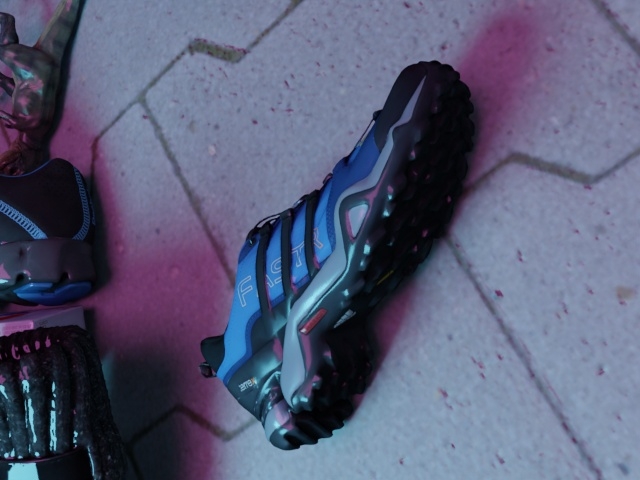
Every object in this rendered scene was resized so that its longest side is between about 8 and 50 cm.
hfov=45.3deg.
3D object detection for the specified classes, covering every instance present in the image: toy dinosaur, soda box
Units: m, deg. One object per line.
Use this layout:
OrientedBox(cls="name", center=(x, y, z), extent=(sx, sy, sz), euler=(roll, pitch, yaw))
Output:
OrientedBox(cls="toy dinosaur", center=(-0.317, -0.185, 0.812), extent=(0.118, 0.064, 0.268), euler=(18, 93, 17))
OrientedBox(cls="soda box", center=(-0.335, 0.111, 0.750), extent=(0.216, 0.074, 0.069), euler=(-7, 94, 21))

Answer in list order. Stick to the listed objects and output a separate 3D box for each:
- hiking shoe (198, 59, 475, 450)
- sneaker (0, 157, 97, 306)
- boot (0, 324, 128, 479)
OrientedBox(cls="hiking shoe", center=(0.000, 0.000, 0.564), extent=(0.132, 0.113, 0.304), euler=(31, 100, 30))
OrientedBox(cls="sneaker", center=(-0.388, -0.008, 0.731), extent=(0.341, 0.125, 0.140), euler=(0, 71, -13))
OrientedBox(cls="boot", center=(-0.298, 0.220, 0.649), extent=(0.348, 0.131, 0.260), euler=(-17, 102, 15))
